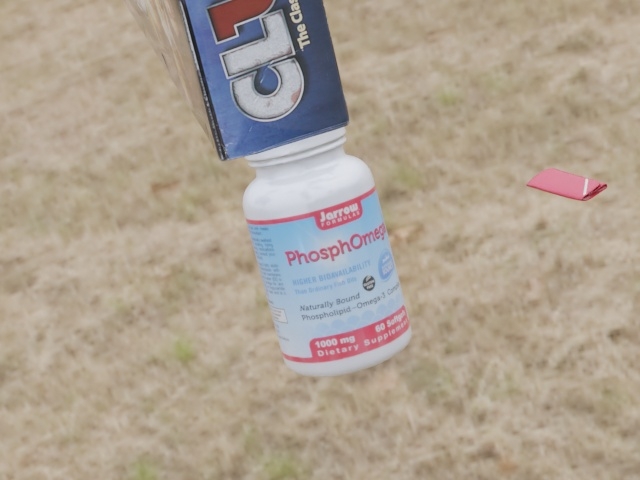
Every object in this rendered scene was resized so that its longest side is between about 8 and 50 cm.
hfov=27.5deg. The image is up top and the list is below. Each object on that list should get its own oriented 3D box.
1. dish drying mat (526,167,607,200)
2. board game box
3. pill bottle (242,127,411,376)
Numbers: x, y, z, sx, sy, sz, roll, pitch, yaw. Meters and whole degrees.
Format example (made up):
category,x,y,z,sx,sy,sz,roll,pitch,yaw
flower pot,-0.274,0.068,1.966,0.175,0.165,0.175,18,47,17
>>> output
category,x,y,z,sx,sy,sz,roll,pitch,yaw
dish drying mat,0.227,-0.052,1.214,0.032,0.008,0.083,-34,27,-17
board game box,-0.061,-0.146,0.448,0.042,0.165,0.243,-19,28,-9
pill bottle,0.000,0.000,0.842,0.087,0.160,0.087,-14,13,3
